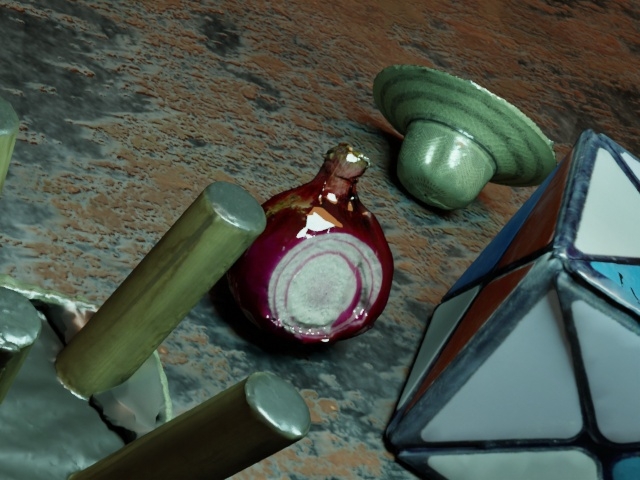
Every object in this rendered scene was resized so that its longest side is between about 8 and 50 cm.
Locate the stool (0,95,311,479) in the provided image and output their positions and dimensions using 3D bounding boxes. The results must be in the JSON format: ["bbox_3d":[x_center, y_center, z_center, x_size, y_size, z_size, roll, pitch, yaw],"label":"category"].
[{"bbox_3d":[-0.194,0.076,1.179,0.310,0.226,0.310,22,33,-30],"label":"stool"}]

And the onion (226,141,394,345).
[{"bbox_3d":[-0.009,-0.004,1.552,0.173,0.198,0.135,10,9,-36],"label":"onion"}]

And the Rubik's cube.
[{"bbox_3d":[0.289,0.122,1.574,0.310,0.305,0.307,35,29,-5],"label":"Rubik's cube"}]

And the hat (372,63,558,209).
[{"bbox_3d":[0.153,-0.096,1.930,0.252,0.252,0.110,33,71,-10],"label":"hat"}]
